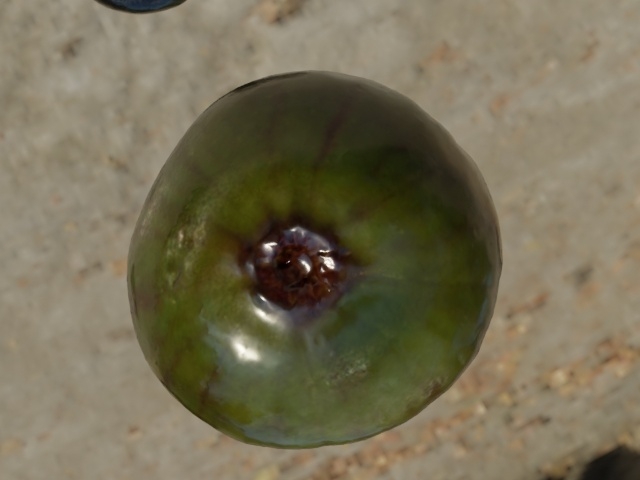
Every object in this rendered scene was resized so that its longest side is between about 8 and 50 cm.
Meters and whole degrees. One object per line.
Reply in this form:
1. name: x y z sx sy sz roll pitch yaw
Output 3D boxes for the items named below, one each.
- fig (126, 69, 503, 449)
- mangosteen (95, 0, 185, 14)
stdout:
1. fig: 0.000 0.000 0.802 0.151 0.151 0.259 -30 -175 5
2. mangosteen: -0.164 -0.276 1.673 0.137 0.151 0.137 3 134 3
